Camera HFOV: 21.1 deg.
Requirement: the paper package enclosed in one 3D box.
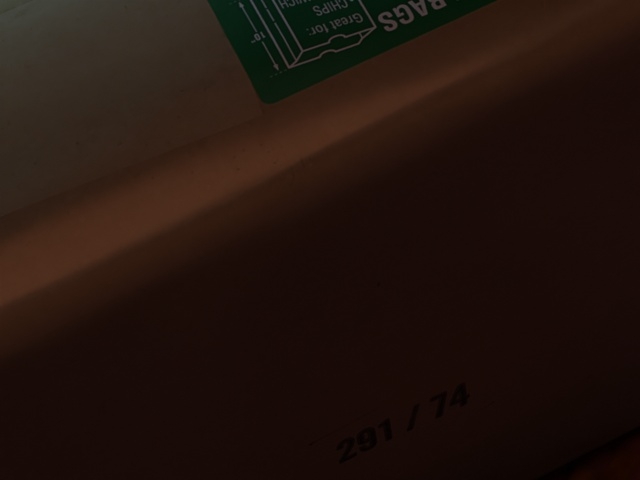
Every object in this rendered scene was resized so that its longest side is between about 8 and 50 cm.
[{"bbox_3d":[0.000,0.000,0.709,0.325,0.309,0.168,-26,56,-5],"label":"paper package"}]
